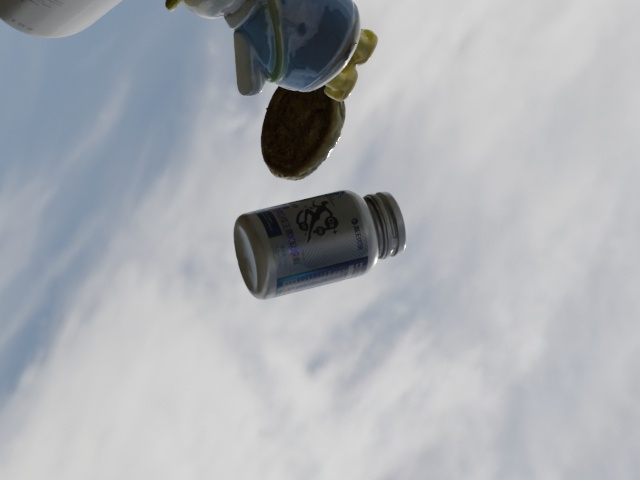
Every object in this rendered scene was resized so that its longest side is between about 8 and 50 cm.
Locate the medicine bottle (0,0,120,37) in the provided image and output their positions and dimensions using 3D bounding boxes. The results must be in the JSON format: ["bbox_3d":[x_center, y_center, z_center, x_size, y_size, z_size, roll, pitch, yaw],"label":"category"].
[{"bbox_3d":[-0.221,-0.305,1.520,0.288,0.157,0.157,-20,-131,58],"label":"medicine bottle"}]

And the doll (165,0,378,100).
[{"bbox_3d":[-0.054,-0.210,1.406,0.135,0.241,0.099,-48,-155,28],"label":"doll"}]

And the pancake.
[{"bbox_3d":[-0.027,-0.155,2.079,0.158,0.028,0.158,-15,-111,44],"label":"pancake"}]

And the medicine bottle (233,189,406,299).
[{"bbox_3d":[0.000,0.000,1.901,0.107,0.191,0.107,166,-90,-72],"label":"medicine bottle"}]
